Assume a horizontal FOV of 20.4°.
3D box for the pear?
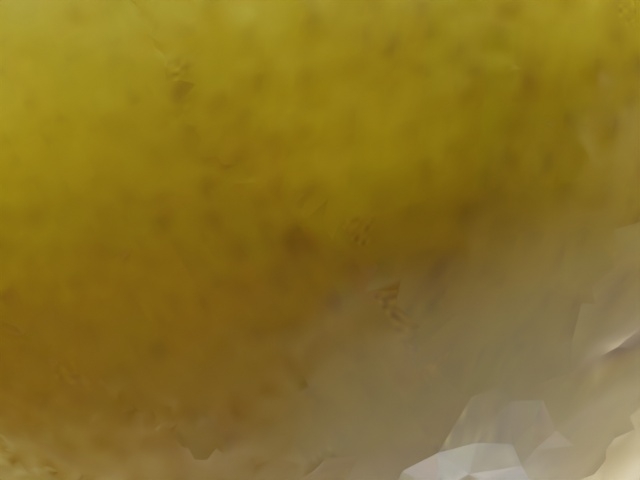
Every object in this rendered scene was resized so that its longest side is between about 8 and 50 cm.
[{"bbox_3d":[0.000,0.000,0.523,0.386,0.191,0.340,-8,-46,-19],"label":"pear"}]
